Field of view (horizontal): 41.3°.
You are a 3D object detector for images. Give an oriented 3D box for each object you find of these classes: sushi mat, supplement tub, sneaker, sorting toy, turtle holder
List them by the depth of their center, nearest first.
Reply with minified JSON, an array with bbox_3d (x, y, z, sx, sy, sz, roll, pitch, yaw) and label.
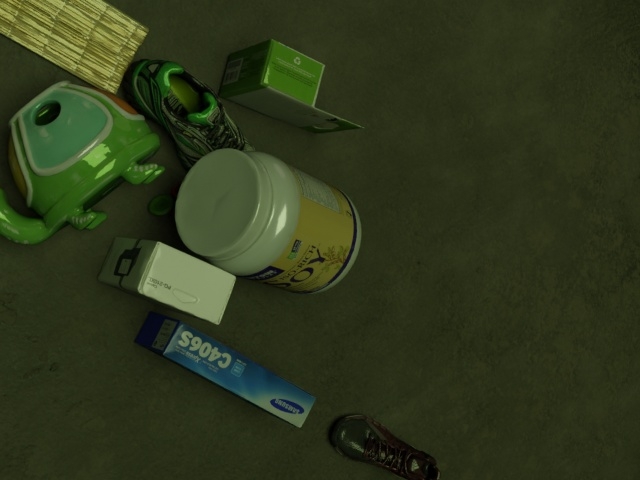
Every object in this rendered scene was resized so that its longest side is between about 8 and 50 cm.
[{"bbox_3d":[-0.453,-0.135,1.519,0.320,0.243,0.227,-37,98,17],"label":"turtle holder"},{"bbox_3d":[-0.485,-0.408,1.565,0.317,0.019,0.151,29,93,-29],"label":"sushi mat"},{"bbox_3d":[-0.096,-0.035,1.658,0.331,0.241,0.241,21,81,-53],"label":"supplement tub"},{"bbox_3d":[-0.232,-0.216,1.668,0.343,0.146,0.134,42,72,-34],"label":"sneaker"},{"bbox_3d":[-0.292,-0.073,1.706,0.102,0.061,0.042,-37,145,-17],"label":"sorting toy"},{"bbox_3d":[0.170,0.486,1.946,0.281,0.162,0.106,28,78,-30],"label":"sneaker"}]

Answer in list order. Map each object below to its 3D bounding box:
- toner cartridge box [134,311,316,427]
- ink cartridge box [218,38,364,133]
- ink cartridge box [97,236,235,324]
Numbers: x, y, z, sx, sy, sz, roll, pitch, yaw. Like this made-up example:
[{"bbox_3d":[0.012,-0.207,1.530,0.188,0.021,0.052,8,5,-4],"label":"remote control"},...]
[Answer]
[{"bbox_3d":[-0.191,0.261,1.714,0.348,0.165,0.075,34,76,-28],"label":"toner cartridge box"},{"bbox_3d":[-0.051,-0.308,1.756,0.255,0.189,0.097,18,82,-32],"label":"ink cartridge box"},{"bbox_3d":[-0.292,0.072,1.597,0.172,0.237,0.100,27,79,-30],"label":"ink cartridge box"}]
